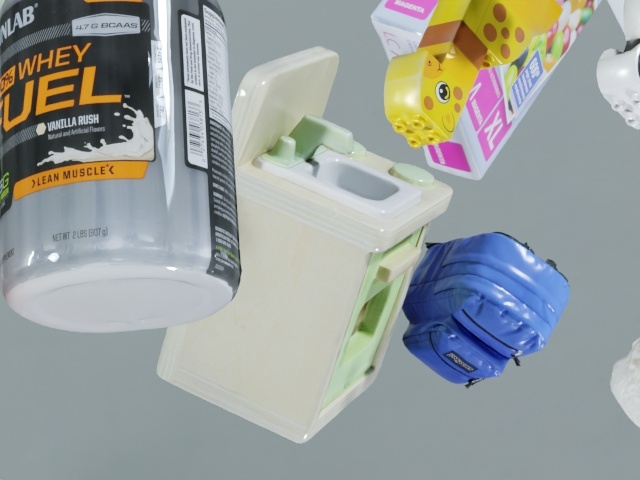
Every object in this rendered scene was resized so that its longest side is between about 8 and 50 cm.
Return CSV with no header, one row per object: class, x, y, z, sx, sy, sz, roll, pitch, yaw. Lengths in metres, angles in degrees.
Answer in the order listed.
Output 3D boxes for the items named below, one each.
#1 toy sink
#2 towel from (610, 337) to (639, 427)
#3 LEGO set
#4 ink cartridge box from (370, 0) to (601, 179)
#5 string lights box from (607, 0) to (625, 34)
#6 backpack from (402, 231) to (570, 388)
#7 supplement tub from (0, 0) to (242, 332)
toy sink,0.000,0.000,1.274,0.131,0.153,0.234,23,110,15
towel,0.254,0.028,0.575,0.187,0.282,0.049,-48,38,36
LEGO set,0.052,-0.094,0.673,0.087,0.227,0.093,-9,48,48
ink cartridge box,0.165,-0.223,1.451,0.065,0.186,0.311,19,64,31
string lights box,0.275,-0.156,0.837,0.259,0.133,0.077,-27,93,35
backpack,0.126,0.053,1.354,0.098,0.120,0.101,32,65,-18
supplement tub,-0.101,-0.058,0.888,0.117,0.117,0.190,-12,70,19
